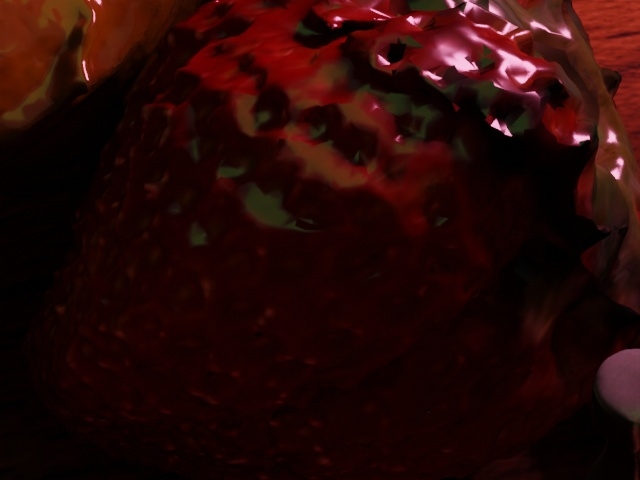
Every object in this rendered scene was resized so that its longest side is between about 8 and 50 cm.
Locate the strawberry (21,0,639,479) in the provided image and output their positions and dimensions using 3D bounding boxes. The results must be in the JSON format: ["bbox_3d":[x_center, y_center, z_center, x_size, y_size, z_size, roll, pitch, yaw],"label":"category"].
[{"bbox_3d":[0.000,0.000,0.698,0.288,0.250,0.238,-34,37,21],"label":"strawberry"}]

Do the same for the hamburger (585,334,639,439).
[{"bbox_3d":[0.186,0.030,0.777,0.137,0.087,0.166,-3,37,-5],"label":"hamburger"}]

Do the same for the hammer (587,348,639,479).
[{"bbox_3d":[0.201,0.054,0.660,0.226,0.159,0.041,-38,50,-20],"label":"hammer"}]

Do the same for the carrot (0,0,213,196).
[{"bbox_3d":[-0.169,-0.140,0.719,0.241,0.241,0.340,6,-2,7],"label":"carrot"}]
